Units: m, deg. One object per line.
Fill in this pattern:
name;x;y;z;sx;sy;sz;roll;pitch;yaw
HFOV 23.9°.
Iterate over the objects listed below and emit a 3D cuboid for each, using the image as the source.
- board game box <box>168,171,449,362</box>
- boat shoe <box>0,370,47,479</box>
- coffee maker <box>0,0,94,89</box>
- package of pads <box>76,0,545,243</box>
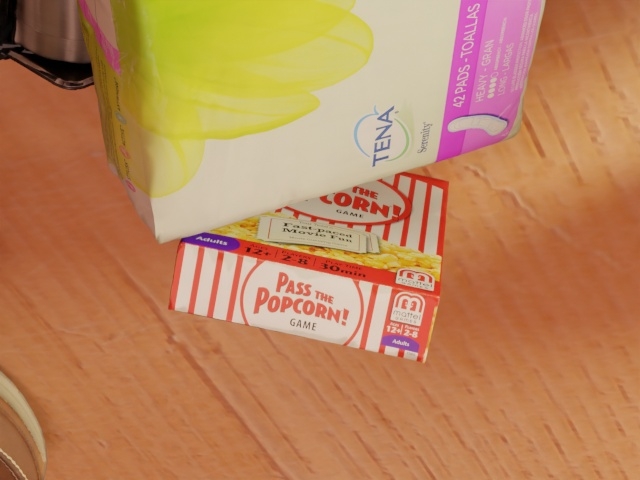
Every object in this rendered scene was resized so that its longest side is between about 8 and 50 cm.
board game box;0.000;0.000;0.910;0.146;0.193;0.045;12;112;1
boat shoe;-0.346;0.129;1.209;0.123;0.116;0.324;-17;131;31
coffee maker;-0.159;-0.190;0.792;0.171;0.120;0.178;14;139;1
package of pads;-0.006;-0.129;0.734;0.229;0.101;0.296;-17;150;-10
